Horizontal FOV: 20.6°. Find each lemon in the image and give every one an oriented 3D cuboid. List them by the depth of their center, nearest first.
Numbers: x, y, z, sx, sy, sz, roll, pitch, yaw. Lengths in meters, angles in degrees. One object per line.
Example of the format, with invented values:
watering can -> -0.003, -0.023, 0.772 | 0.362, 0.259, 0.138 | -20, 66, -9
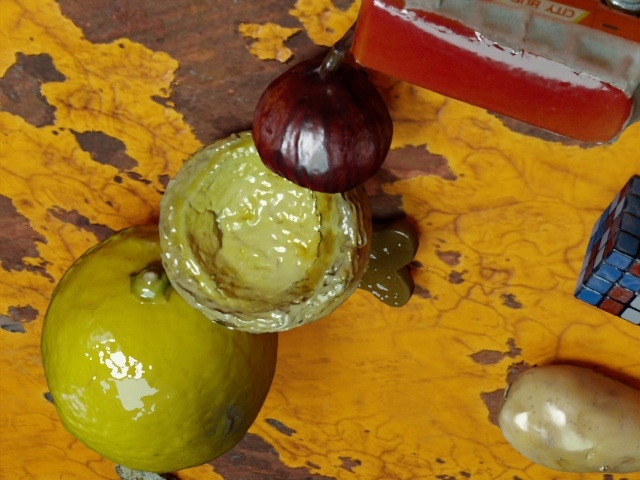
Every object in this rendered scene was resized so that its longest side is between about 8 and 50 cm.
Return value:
lemon -> -0.169, 0.116, 1.853 | 0.261, 0.260, 0.284 | 13, 173, 11

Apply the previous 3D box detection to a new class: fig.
fig -> 0.013, -0.108, 1.579 | 0.128, 0.128, 0.150 | 37, 136, -21

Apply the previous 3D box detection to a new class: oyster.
oyster -> -0.214, 0.323, 2.334 | 0.086, 0.029, 0.132 | 1, 143, 35

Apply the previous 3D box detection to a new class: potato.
potato -> 0.275, 0.192, 1.845 | 0.178, 0.109, 0.118 | 14, 122, 0

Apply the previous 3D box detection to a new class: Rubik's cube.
Rubik's cube -> 0.299, 0.014, 1.612 | 0.092, 0.092, 0.092 | 24, 145, -3

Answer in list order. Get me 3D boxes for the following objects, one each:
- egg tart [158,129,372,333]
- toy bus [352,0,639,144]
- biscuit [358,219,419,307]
egg tart -> -0.049, -0.008, 1.698 | 0.213, 0.212, 0.090 | 11, 173, 14
toy bus -> 0.156, -0.167, 1.423 | 0.265, 0.120, 0.121 | 20, 146, 3
biscuit -> 0.000, -0.001, 1.797 | 0.205, 0.031, 0.138 | 12, 139, 10
